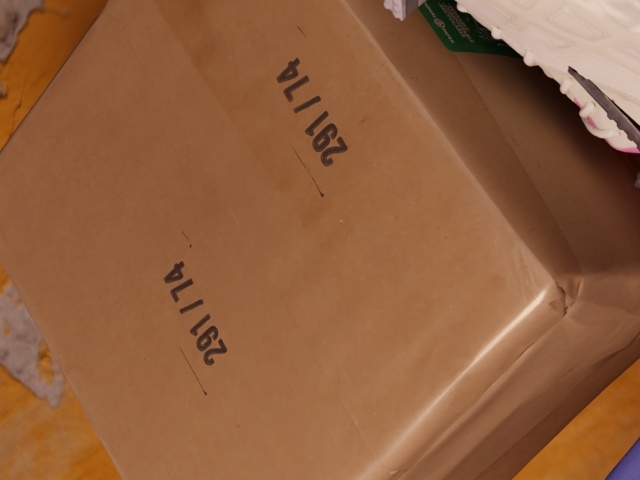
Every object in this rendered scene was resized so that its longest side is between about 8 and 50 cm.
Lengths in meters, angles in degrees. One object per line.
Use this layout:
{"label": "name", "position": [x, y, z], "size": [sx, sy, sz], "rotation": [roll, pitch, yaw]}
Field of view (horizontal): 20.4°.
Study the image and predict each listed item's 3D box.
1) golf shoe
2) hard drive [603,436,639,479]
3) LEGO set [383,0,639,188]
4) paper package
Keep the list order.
{"label": "golf shoe", "position": [0.136, -0.106, 0.867], "size": [0.306, 0.115, 0.140], "rotation": [18, 120, 15]}
{"label": "hard drive", "position": [0.226, 0.139, 0.766], "size": [0.210, 0.040, 0.319], "rotation": [33, 74, 35]}
{"label": "LEGO set", "position": [0.094, -0.152, 0.673], "size": [0.192, 0.255, 0.331], "rotation": [-40, 81, -11]}
{"label": "paper package", "position": [0.000, 0.000, 0.991], "size": [0.309, 0.168, 0.325], "rotation": [-49, 61, 27]}
